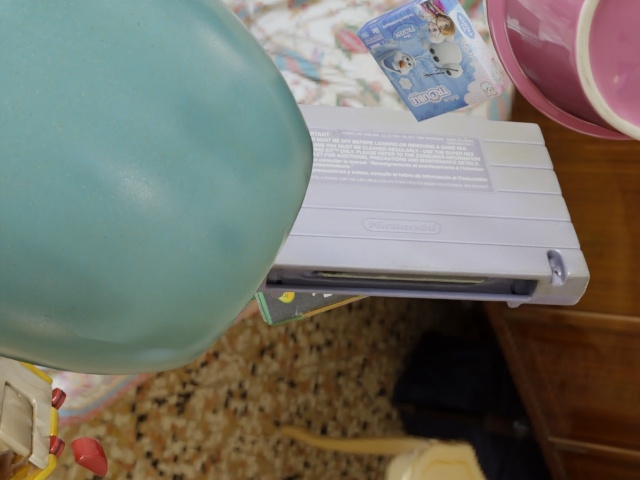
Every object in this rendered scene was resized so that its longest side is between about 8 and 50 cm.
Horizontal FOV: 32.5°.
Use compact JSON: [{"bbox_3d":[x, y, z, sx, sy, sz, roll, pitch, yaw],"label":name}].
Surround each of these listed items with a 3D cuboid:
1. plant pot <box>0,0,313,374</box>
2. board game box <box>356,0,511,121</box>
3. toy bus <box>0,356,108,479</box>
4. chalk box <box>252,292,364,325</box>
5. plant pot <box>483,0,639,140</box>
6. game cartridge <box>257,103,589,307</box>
[{"bbox_3d":[-0.148,-0.051,0.689,0.235,0.293,0.293,31,63,-19],"label":"plant pot"},{"bbox_3d":[0.085,-0.139,0.835,0.090,0.090,0.020,52,54,-19],"label":"board game box"},{"bbox_3d":[-0.315,0.176,1.049,0.104,0.191,0.202,-45,156,5],"label":"toy bus"},{"bbox_3d":[0.000,0.000,1.424,0.179,0.289,0.180,-2,74,-74],"label":"chalk box"},{"bbox_3d":[0.208,-0.146,0.685,0.180,0.201,0.201,-84,164,-68],"label":"plant pot"},{"bbox_3d":[0.066,-0.040,1.082,0.230,0.355,0.068,-98,-165,-46],"label":"game cartridge"}]
